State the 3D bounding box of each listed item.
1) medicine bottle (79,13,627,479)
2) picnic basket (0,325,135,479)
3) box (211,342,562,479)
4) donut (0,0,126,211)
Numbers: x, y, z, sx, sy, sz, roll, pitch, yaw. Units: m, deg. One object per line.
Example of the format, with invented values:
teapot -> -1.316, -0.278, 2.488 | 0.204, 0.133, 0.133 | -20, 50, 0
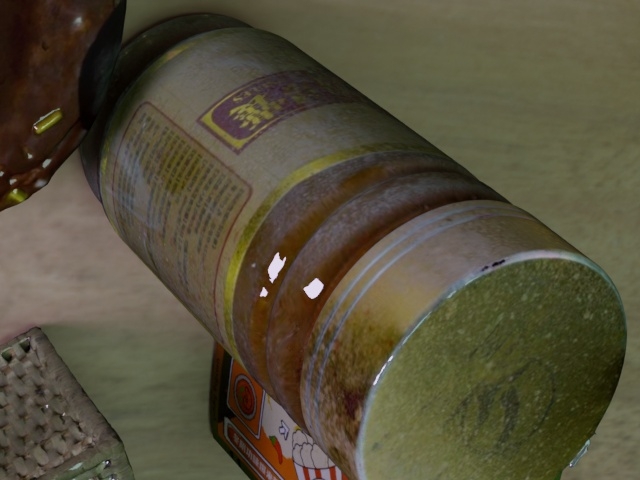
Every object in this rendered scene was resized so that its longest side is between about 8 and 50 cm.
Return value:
medicine bottle -> 0.000, 0.000, 0.877 | 0.151, 0.322, 0.151 | -17, 125, -26
picnic basket -> -0.207, 0.179, 0.973 | 0.196, 0.134, 0.154 | -28, 131, -19
box -> 0.043, 0.093, 1.049 | 0.148, 0.195, 0.178 | -6, 120, -33
donut -> -0.205, -0.113, 0.823 | 0.216, 0.096, 0.230 | -19, 126, -28
